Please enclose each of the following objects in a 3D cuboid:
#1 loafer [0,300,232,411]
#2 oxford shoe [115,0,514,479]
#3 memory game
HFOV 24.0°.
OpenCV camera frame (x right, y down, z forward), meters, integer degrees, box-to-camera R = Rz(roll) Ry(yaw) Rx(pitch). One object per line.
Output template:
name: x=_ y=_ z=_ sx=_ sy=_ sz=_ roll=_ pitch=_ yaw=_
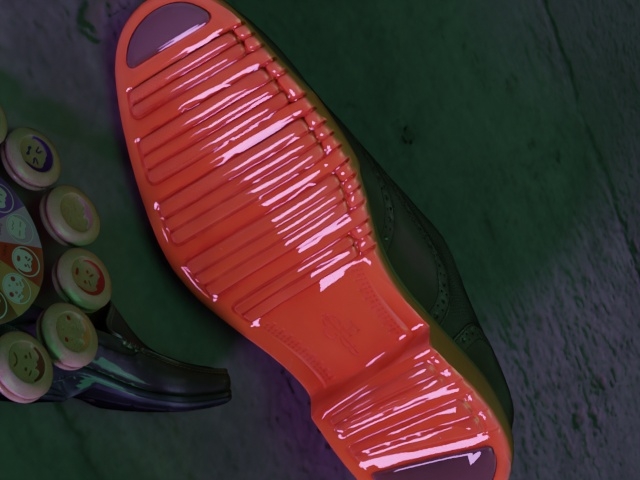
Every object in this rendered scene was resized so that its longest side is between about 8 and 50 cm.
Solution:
loafer: x=-0.119 y=0.063 z=0.837 sx=0.170 sy=0.062 sz=0.061 roll=12 pitch=77 yaw=-42
oxford shoe: x=0.000 y=0.000 z=0.927 sx=0.364 sy=0.130 sz=0.133 roll=59 pitch=22 yaw=-16
memory game: x=-0.179 y=-0.003 z=0.765 sx=0.186 sy=0.012 sz=0.186 roll=31 pitch=44 yaw=-35
